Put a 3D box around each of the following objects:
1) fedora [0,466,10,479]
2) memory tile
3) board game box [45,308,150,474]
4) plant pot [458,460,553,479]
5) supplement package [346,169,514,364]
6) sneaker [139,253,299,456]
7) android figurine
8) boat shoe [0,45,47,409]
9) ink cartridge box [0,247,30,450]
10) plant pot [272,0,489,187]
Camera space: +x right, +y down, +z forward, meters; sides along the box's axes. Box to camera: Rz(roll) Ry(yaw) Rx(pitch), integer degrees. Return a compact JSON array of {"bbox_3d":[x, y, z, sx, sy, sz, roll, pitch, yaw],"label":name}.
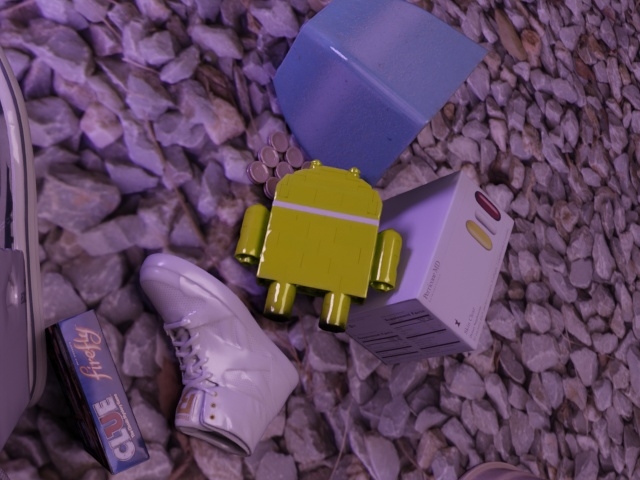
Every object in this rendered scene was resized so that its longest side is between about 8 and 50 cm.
[{"bbox_3d":[-0.386,0.317,0.811,0.243,0.124,0.275,51,40,-54],"label":"fedora"},{"bbox_3d":[-0.048,-0.099,1.357,0.148,0.012,0.113,44,53,-22],"label":"memory tile"},{"bbox_3d":[-0.262,0.167,0.938,0.042,0.243,0.165,-21,90,-24],"label":"board game box"},{"bbox_3d":[0.412,0.527,1.349,0.334,0.305,0.333,14,68,-37],"label":"plant pot"},{"bbox_3d":[0.171,0.048,1.366,0.145,0.204,0.262,39,55,-24],"label":"supplement package"},{"bbox_3d":[-0.160,0.165,1.116,0.292,0.108,0.169,48,49,-20],"label":"sneaker"},{"bbox_3d":[0.000,0.000,1.260,0.248,0.056,0.272,9,67,0],"label":"android figurine"},{"bbox_3d":[-0.421,-0.042,0.916,0.156,0.187,0.500,-3,84,-47],"label":"boat shoe"},{"bbox_3d":[-0.452,0.098,0.667,0.395,0.285,0.166,-4,91,-14],"label":"ink cartridge box"},{"bbox_3d":[0.074,-0.262,1.367,0.252,0.248,0.247,41,52,0],"label":"plant pot"}]
